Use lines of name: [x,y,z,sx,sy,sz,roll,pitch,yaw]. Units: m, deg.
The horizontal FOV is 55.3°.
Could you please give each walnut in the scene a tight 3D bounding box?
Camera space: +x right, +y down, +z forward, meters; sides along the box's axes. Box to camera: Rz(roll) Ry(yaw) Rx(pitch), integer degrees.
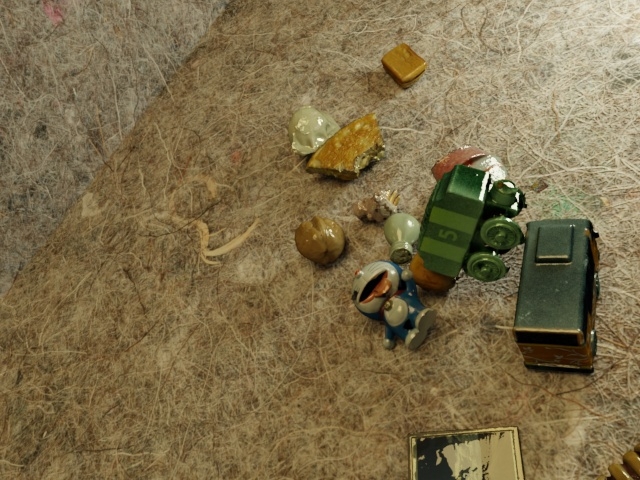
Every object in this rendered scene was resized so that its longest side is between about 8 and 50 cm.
walnut: [0.000,0.000,1.869,0.167,0.149,0.166,-2,25,1]

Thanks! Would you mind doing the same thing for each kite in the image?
kite: [0.596,-0.148,1.709,0.078,0.002,0.044,-17,48,18]

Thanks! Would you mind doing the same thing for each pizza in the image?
pizza: [0.112,-0.300,2.074,0.323,0.089,0.223,-41,48,-8]

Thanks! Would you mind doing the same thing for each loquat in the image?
loquat: [0.305,0.077,1.627,0.137,0.137,0.112,45,118,46]

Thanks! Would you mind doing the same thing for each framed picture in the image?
framed picture: [0.316,0.508,1.340,0.260,0.023,0.188,-12,52,23]

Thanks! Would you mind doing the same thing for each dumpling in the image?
dumpling: [-0.020,-0.398,2.213,0.193,0.147,0.258,2,51,-3]

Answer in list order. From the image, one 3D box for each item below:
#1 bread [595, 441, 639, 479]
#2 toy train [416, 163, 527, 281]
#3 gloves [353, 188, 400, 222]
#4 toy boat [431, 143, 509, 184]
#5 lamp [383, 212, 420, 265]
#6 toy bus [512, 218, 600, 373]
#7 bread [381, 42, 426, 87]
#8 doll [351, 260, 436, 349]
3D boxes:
bread: [0.640,0.439,1.148,0.225,0.081,0.134,-39,46,-2]
toy train: [0.365,-0.030,1.481,0.238,0.299,0.166,17,43,11]
gloves: [0.172,-0.099,1.870,0.144,0.111,0.094,-29,45,52]
toy boat: [0.466,-0.150,1.748,0.206,0.096,0.282,-26,53,-9]
lamp: [0.228,-0.004,1.726,0.106,0.106,0.193,-17,29,20]
toy bus: [0.542,0.117,1.391,0.162,0.194,0.323,-2,55,32]
bread: [0.307,-0.637,2.236,0.116,0.077,0.200,-33,46,3]
doll: [0.184,0.166,1.606,0.257,0.161,0.215,42,110,42]
